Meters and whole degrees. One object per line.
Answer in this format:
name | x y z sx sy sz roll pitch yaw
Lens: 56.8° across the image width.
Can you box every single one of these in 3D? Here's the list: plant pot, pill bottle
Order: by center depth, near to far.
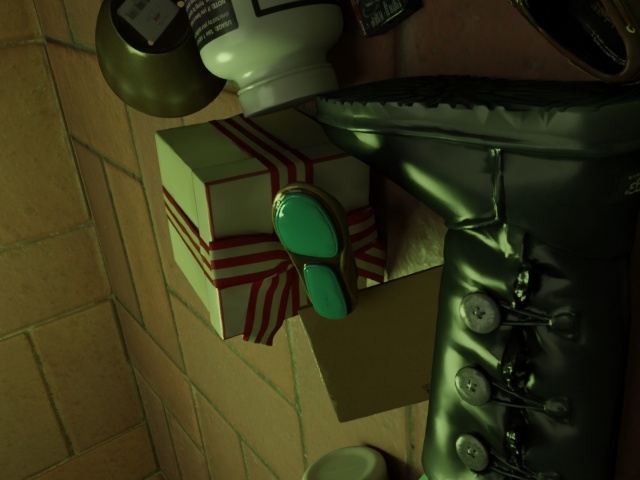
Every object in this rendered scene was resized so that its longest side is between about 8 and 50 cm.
pill bottle | -0.082 -0.322 0.713 0.181 0.181 0.323 -2 108 57
plant pot | -0.233 -0.298 0.857 0.230 0.215 0.215 -153 44 -79
pill bottle | 0.073 0.512 1.031 0.153 0.153 0.264 -2 107 57

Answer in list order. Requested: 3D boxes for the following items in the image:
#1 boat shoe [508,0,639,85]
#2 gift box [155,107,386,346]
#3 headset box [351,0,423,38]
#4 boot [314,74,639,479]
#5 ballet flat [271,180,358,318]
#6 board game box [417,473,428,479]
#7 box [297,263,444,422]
boat shoe | 0.192 -0.205 0.474 0.207 0.073 0.073 54 147 24
gift box | -0.065 -0.019 0.832 0.258 0.255 0.276 41 144 51
headset box | 0.068 -0.269 0.660 0.083 0.032 0.062 -15 96 60
boot | 0.146 0.062 0.637 0.367 0.146 0.445 22 127 49
ballet flat | 0.000 0.000 0.658 0.080 0.073 0.232 8 143 16
board game box | 0.234 0.385 0.806 0.213 0.046 0.317 49 144 26
box | 0.091 0.134 0.757 0.021 0.201 0.164 -42 -67 -76
